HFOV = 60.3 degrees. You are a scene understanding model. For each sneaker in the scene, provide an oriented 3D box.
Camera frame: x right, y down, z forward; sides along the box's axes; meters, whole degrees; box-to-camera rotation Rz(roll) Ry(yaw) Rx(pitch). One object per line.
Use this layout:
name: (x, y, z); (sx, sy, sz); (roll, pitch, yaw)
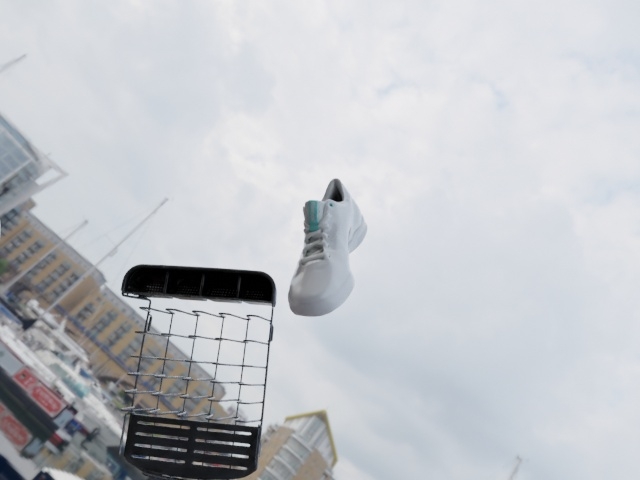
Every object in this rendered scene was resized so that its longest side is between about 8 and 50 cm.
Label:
sneaker: (0.000, 0.000, 0.655); (0.080, 0.212, 0.094); (-8, -59, 19)

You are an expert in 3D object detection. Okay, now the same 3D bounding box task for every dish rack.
dish rack: (-0.164, 0.174, 0.720); (0.208, 0.271, 0.074); (3, -14, 9)
